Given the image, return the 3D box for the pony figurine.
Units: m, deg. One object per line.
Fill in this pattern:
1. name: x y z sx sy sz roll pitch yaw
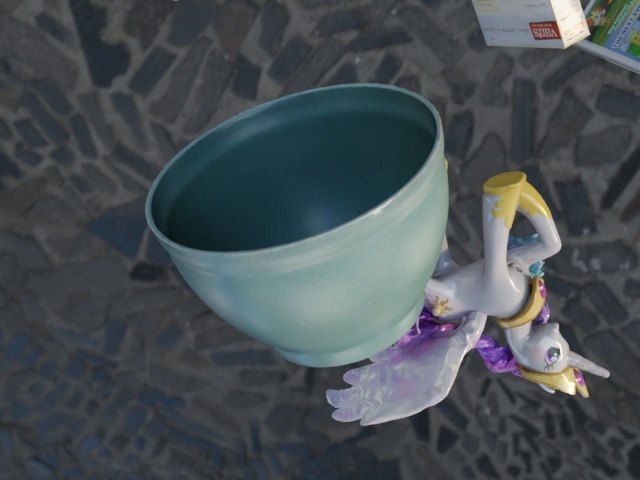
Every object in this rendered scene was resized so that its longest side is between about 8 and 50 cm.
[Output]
1. pony figurine: 0.176 0.077 1.347 0.351 0.303 0.363 -8 120 28

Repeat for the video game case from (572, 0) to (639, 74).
1. video game case: 0.590 -0.406 1.588 0.036 0.300 0.329 22 101 -46

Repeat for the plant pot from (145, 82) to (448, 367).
1. plant pot: 0.000 0.000 1.008 0.293 0.293 0.196 -5 125 23

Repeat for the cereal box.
1. cereal box: 0.226 -0.351 1.226 0.173 0.047 0.240 27 144 63
